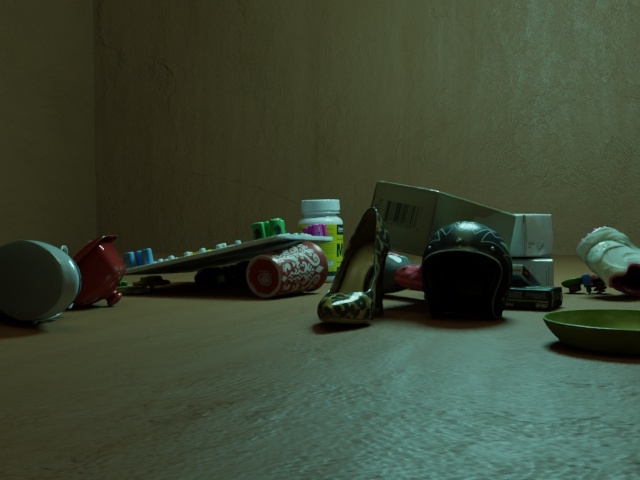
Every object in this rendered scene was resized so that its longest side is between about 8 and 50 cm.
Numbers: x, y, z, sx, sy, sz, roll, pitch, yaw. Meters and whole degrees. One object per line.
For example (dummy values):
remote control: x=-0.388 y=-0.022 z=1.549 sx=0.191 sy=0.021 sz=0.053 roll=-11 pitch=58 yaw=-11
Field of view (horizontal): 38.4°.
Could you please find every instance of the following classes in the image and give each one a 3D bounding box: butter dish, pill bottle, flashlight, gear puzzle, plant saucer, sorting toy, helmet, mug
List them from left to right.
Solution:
butter dish: x=-0.431 y=0.075 z=1.769 sx=0.160 sy=0.118 sz=0.160 roll=-42 pitch=2 yaw=-2
gear puzzle: x=-0.478 y=0.095 z=2.049 sx=0.338 sy=0.044 sz=0.175 roll=-2 pitch=2 yaw=-43
mug: x=-0.088 y=0.073 z=1.977 sx=0.150 sy=0.113 sz=0.169 roll=-24 pitch=-7 yaw=31
pill bottle: x=0.000 y=0.000 z=2.357 sx=0.119 sy=0.209 sz=0.119 roll=-1 pitch=2 yaw=0
flashlight: x=0.181 y=0.074 z=1.845 sx=0.103 sy=0.103 sz=0.304 roll=-48 pitch=23 yaw=-15
helmet: x=0.248 y=0.048 z=1.556 sx=0.169 sy=0.162 sz=0.169 roll=-1 pitch=2 yaw=0
sorting toy: x=0.571 y=0.099 z=1.965 sx=0.101 sy=0.042 sz=0.061 roll=-12 pitch=-16 yaw=11
plant saucer: x=0.418 y=0.121 z=1.222 sx=0.240 sy=0.037 sz=0.241 roll=0 pitch=1 yaw=0

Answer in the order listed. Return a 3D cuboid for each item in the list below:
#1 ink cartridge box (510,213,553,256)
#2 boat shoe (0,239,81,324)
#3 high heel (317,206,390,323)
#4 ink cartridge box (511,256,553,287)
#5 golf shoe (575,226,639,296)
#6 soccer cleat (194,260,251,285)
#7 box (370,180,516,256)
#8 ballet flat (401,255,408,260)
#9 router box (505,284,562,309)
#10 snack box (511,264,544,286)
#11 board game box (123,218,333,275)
ink cartridge box: x=0.370 y=-0.012 z=1.975 sx=0.217 sy=0.092 sz=0.158 roll=2 pitch=3 yaw=35
boat shoe: x=-0.482 y=0.079 z=1.555 sx=0.367 sy=0.136 sz=0.156 roll=-12 pitch=-9 yaw=41
high heel: x=0.050 y=0.039 z=1.496 sx=0.093 sy=0.186 sz=0.261 roll=0 pitch=2 yaw=20
ink cartridge box: x=0.396 y=0.074 z=1.952 sx=0.190 sy=0.082 sz=0.139 roll=-2 pitch=1 yaw=12
golf shoe: x=0.671 y=0.074 z=1.914 sx=0.306 sy=0.115 sz=0.140 roll=14 pitch=36 yaw=-26
soccer cleat: x=-0.218 y=0.086 z=2.217 sx=0.178 sy=0.060 sz=0.072 roll=-7 pitch=10 yaw=12
box: x=0.236 y=-0.022 z=1.761 sx=0.148 sy=0.121 sz=0.311 roll=13 pitch=1 yaw=37
ballet flat: x=0.136 y=0.075 z=2.369 sx=0.231 sy=0.077 sz=0.077 roll=2 pitch=-21 yaw=-45
router box: x=0.378 y=0.104 z=1.701 sx=0.122 sy=0.038 sz=0.092 roll=1 pitch=2 yaw=27
snack box: x=0.388 y=0.082 z=1.780 sx=0.064 sy=0.022 sz=0.178 roll=2 pitch=-17 yaw=31
board game box: x=-0.206 y=0.016 z=2.137 sx=0.389 sy=0.050 sz=0.390 roll=-13 pitch=-5 yaw=16
